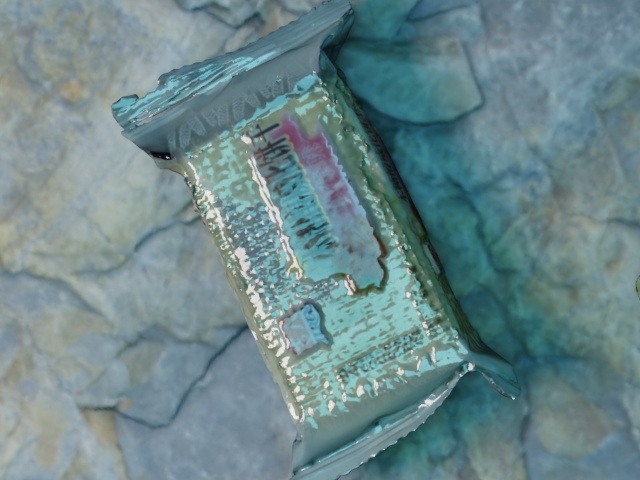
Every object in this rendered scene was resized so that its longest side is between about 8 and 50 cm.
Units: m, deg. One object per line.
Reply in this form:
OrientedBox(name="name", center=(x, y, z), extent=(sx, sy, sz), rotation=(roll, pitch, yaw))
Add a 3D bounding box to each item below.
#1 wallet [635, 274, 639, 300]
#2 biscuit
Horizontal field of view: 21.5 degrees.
OrientedBox(name="wallet", center=(0.352, 0.099, 1.042), extent=(0.223, 0.077, 0.310), rotation=(-32, 63, 19))
OrientedBox(name="biscuit", center=(-0.004, 0.002, 1.155), extent=(0.186, 0.079, 0.309), rotation=(-26, 83, 8))
